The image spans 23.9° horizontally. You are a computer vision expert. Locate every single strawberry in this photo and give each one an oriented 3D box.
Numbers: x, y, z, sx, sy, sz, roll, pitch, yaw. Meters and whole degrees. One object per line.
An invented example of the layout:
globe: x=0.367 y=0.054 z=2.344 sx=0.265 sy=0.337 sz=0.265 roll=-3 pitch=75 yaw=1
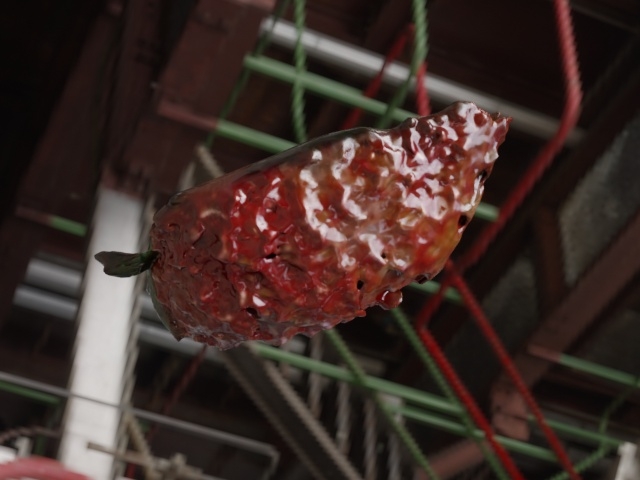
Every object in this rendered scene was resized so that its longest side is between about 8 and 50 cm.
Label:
strawberry: x=-0.003 y=0.001 z=0.720 sx=0.140 sy=0.192 sz=0.085 roll=142 pitch=-69 yaw=-69
